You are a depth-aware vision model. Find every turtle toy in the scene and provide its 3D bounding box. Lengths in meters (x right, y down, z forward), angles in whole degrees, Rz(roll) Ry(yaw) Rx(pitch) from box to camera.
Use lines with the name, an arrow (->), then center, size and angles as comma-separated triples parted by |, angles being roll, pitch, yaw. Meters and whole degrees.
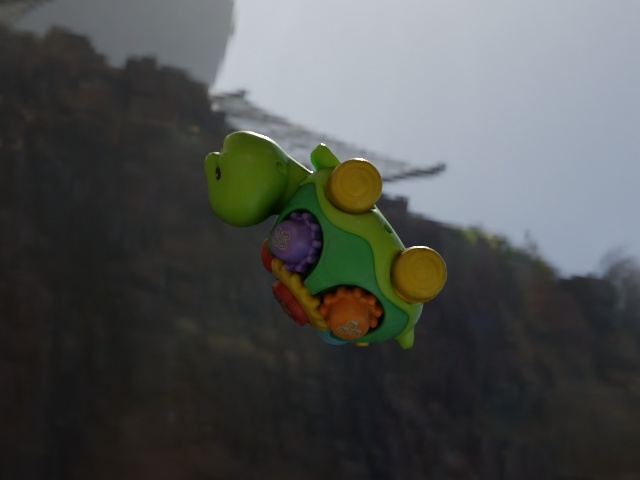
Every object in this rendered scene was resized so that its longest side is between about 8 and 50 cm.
turtle toy -> 0.000, 0.000, 0.776 | 0.130, 0.066, 0.095 | 53, -10, 2
